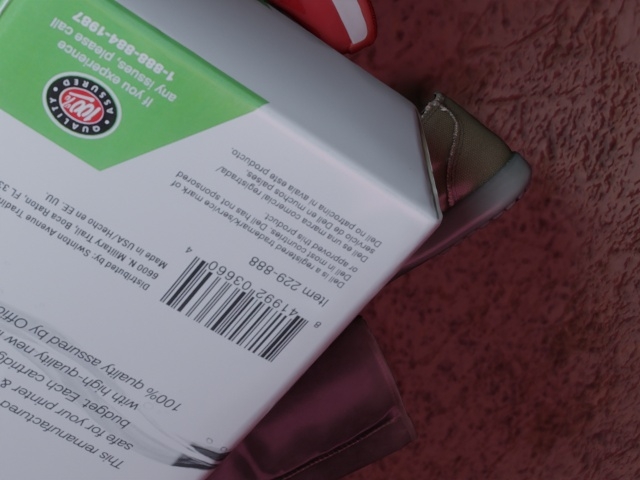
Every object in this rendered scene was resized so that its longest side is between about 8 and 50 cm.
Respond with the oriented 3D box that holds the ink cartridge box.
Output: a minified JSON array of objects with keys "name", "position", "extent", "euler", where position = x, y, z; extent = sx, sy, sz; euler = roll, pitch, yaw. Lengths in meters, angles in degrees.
[{"name":"ink cartridge box","position":[-0.116,0.010,0.689],"extent":[0.211,0.121,0.289],"euler":[32,115,-21]}]

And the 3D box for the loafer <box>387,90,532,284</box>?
[{"name":"loafer","position":[0.000,0.000,0.837],"extent":[0.251,0.094,0.087],"euler":[-33,93,-3]}]

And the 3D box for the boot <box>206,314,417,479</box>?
[{"name":"boot","position":[-0.035,0.164,0.922],"extent":[0.209,0.076,0.189],"euler":[-29,129,-17]}]

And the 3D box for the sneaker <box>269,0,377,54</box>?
[{"name":"sneaker","position":[-0.073,-0.159,0.712],"extent":[0.128,0.087,0.221],"euler":[-34,115,6]}]
